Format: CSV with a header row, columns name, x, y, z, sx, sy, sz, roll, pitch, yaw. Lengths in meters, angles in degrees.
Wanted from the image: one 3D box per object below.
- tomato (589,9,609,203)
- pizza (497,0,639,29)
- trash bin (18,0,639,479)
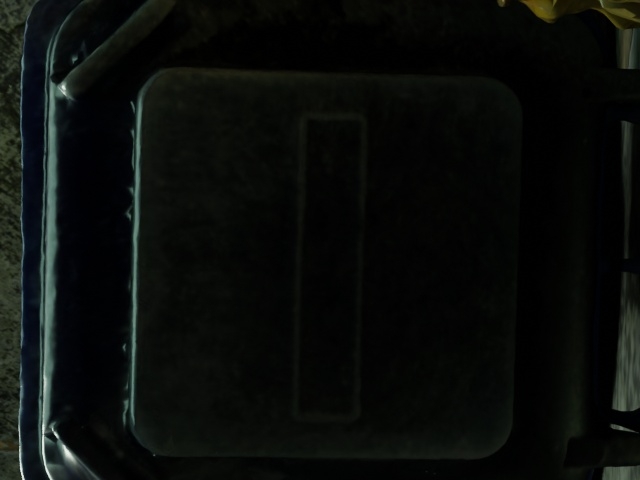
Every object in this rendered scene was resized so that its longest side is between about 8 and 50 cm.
name,x,y,z,sx,sy,sz,roll,pitch,yaw
tomato,0.048,-0.003,0.857,0.338,0.144,0.338,2,-90,-86
pizza,0.061,-0.137,0.382,0.289,0.081,0.228,82,-174,-57
trash bin,0.000,0.000,0.590,0.234,0.184,0.162,-160,72,-82
